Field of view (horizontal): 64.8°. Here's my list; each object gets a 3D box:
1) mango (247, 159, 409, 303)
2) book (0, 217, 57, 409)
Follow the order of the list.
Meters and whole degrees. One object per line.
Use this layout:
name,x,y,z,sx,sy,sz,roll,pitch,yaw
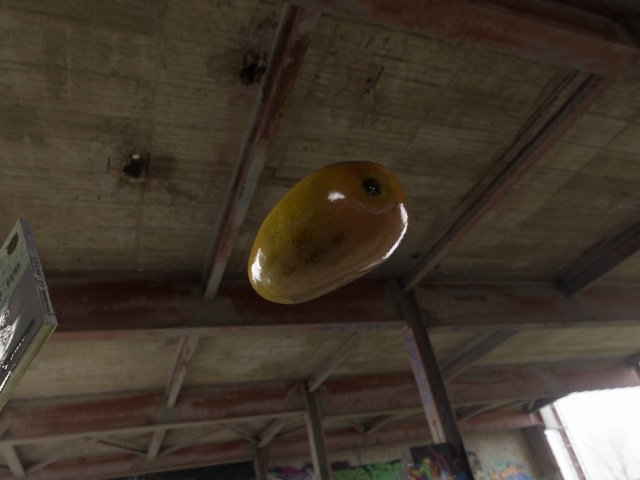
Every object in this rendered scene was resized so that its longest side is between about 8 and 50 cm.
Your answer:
mango,0.000,0.000,0.819,0.317,0.173,0.211,-41,-21,30
book,-0.309,0.071,0.496,0.014,0.181,0.127,26,-75,-46
